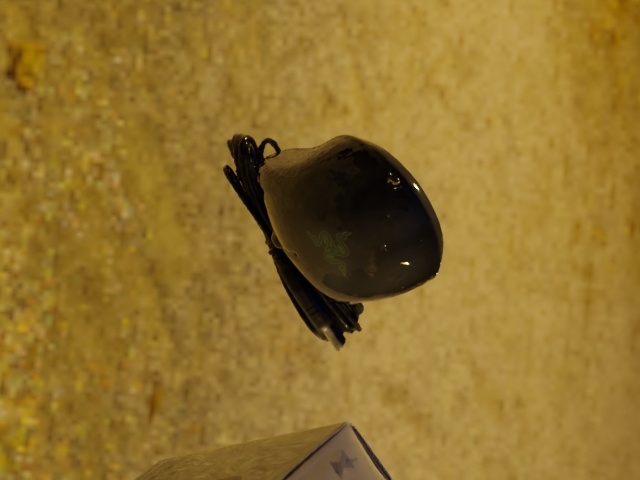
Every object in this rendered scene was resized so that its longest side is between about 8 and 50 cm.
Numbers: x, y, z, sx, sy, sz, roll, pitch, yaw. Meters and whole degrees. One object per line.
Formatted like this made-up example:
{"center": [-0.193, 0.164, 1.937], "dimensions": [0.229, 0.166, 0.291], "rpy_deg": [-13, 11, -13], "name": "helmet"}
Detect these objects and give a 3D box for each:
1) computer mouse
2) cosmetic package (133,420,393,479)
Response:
{"center": [0.000, 0.000, 1.257], "dimensions": [0.072, 0.272, 0.188], "rpy_deg": [-33, 97, -20], "name": "computer mouse"}
{"center": [-0.059, 0.247, 1.329], "dimensions": [0.129, 0.296, 0.153], "rpy_deg": [-38, 99, -34], "name": "cosmetic package"}
